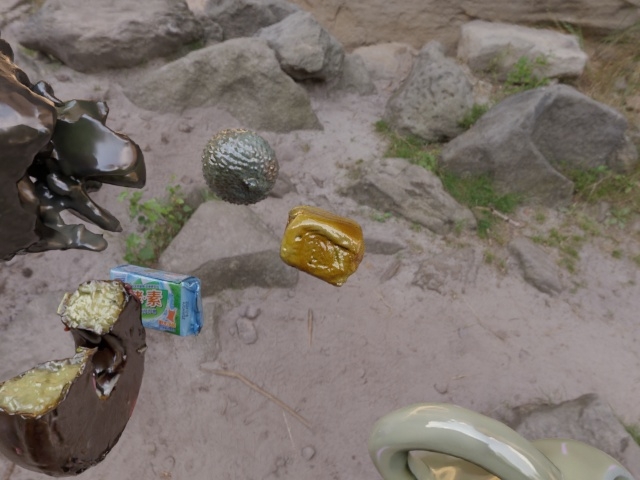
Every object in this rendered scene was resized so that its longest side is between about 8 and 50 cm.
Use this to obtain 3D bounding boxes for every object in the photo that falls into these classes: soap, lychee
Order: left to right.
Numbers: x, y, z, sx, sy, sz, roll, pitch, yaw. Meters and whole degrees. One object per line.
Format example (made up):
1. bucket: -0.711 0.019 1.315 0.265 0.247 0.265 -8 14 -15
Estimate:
1. soap: -0.434 0.154 1.071 0.293 0.156 0.077 8 12 15
2. lychee: -0.267 -0.246 1.350 0.255 0.255 0.274 -12 39 -19

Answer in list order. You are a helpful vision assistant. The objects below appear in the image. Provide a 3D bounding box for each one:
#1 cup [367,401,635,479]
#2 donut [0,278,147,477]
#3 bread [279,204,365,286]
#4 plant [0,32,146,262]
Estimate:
1. cup: 0.177 0.251 0.395 0.173 0.202 0.255 -17 80 -46
2. donut: -0.431 0.255 0.745 0.136 0.259 0.345 3 35 -1
3. bread: 0.000 0.000 0.891 0.166 0.294 0.132 14 98 -5
4. plant: -0.308 -0.088 0.362 0.199 0.188 0.276 46 27 15
